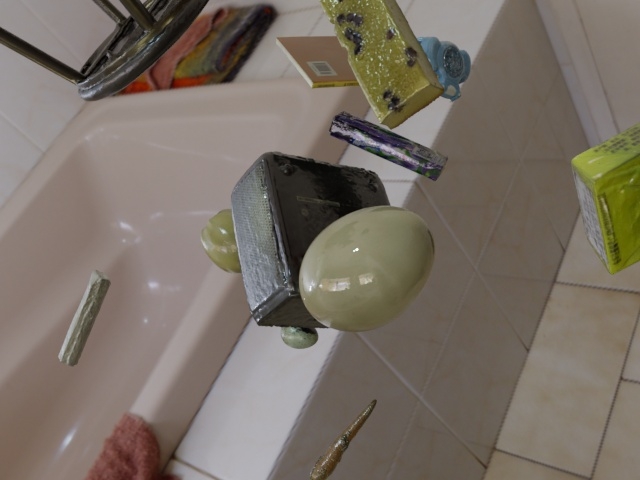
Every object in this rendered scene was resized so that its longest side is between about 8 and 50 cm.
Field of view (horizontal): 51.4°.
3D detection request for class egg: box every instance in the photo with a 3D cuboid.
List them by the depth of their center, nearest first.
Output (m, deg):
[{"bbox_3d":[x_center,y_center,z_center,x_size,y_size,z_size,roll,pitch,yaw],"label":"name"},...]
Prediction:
[{"bbox_3d":[0.075,0.045,1.071,0.241,0.186,0.186,-34,39,18],"label":"egg"},{"bbox_3d":[-0.059,0.264,1.872,0.110,0.085,0.085,11,59,22],"label":"egg"}]

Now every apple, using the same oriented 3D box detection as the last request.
[{"bbox_3d":[-0.246,0.003,1.920,0.200,0.200,0.200,-22,43,22],"label":"apple"}]

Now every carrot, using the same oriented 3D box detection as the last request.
[{"bbox_3d":[0.059,0.493,1.635,0.254,0.049,0.049,-52,40,-4],"label":"carrot"}]

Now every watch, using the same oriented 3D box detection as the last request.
[{"bbox_3d":[0.322,-0.508,1.994,0.193,0.211,0.211,1,54,50],"label":"watch"}]

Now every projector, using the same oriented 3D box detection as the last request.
[{"bbox_3d":[0.000,0.000,1.722,0.242,0.395,0.405,-42,51,46],"label":"projector"}]

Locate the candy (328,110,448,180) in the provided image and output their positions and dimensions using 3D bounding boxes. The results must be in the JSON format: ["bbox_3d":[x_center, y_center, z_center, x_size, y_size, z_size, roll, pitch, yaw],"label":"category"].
[{"bbox_3d":[0.175,-0.244,1.710,0.312,0.061,0.088,26,31,11],"label":"candy"}]

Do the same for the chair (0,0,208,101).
[{"bbox_3d":[-0.398,-0.458,1.016,0.362,0.410,0.365,-22,37,31],"label":"chair"}]

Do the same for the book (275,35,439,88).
[{"bbox_3d":[0.096,-0.486,1.783,0.374,0.028,0.262,-8,42,-23],"label":"book"}]

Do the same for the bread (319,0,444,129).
[{"bbox_3d":[0.111,-0.416,1.365,0.138,0.077,0.361,-34,70,29],"label":"bread"}]

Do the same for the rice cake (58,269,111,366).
[{"bbox_3d":[-0.579,0.193,1.625,0.057,0.052,0.256,35,104,44],"label":"rice cake"}]

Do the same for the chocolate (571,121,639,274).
[{"bbox_3d":[0.730,-0.116,1.509,0.288,0.301,0.137,-29,35,-1],"label":"chocolate"}]
